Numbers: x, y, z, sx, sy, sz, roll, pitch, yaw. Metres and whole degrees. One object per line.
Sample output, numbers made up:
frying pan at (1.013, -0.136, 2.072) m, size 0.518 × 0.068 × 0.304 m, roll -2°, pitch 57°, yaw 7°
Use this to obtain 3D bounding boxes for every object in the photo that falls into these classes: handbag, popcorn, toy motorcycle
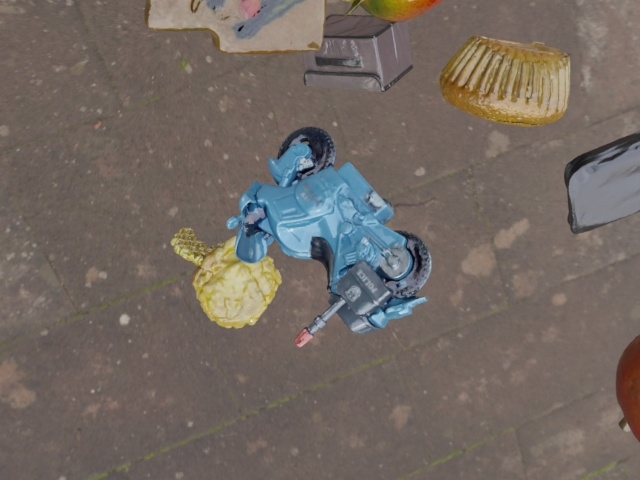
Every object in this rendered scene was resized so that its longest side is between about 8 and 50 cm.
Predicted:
handbag at (0.614, -0.137, 1.155) m, size 0.332 × 0.075 × 0.191 m, roll -25°, pitch 132°, yaw 3°
popcorn at (-0.169, 0.086, 1.240) m, size 0.180 × 0.170 × 0.180 m, roll -9°, pitch 141°, yaw -8°
toy motorcycle at (0.000, 0.000, 0.723) m, size 0.182 × 0.272 × 0.123 m, roll -42°, pitch 156°, yaw 7°

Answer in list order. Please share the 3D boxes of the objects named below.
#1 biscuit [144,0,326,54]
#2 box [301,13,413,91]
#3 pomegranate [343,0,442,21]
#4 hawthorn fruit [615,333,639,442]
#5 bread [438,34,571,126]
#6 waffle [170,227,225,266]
biscuit at (-0.096, -0.307, 0.611) m, size 0.301 × 0.043 × 0.278 m, roll 38°, pitch 91°, yaw -26°
box at (0.096, -0.518, 1.679) m, size 0.188 × 0.252 × 0.153 m, roll -46°, pitch 137°, yaw -39°
pomegranate at (0.122, -0.485, 1.061) m, size 0.256 × 0.221 × 0.221 m, roll -38°, pitch 113°, yaw -9°
hawthorn fruit at (0.418, 0.167, 0.658) m, size 0.205 × 0.205 × 0.253 m, roll 28°, pitch 141°, yaw -20°
bread at (0.337, -0.289, 1.119) m, size 0.240 × 0.240 × 0.139 m, roll 4°, pitch 118°, yaw -14°
waffle at (-0.376, 0.027, 1.956) m, size 0.194 × 0.149 × 0.051 m, roll 26°, pitch 124°, yaw 2°
